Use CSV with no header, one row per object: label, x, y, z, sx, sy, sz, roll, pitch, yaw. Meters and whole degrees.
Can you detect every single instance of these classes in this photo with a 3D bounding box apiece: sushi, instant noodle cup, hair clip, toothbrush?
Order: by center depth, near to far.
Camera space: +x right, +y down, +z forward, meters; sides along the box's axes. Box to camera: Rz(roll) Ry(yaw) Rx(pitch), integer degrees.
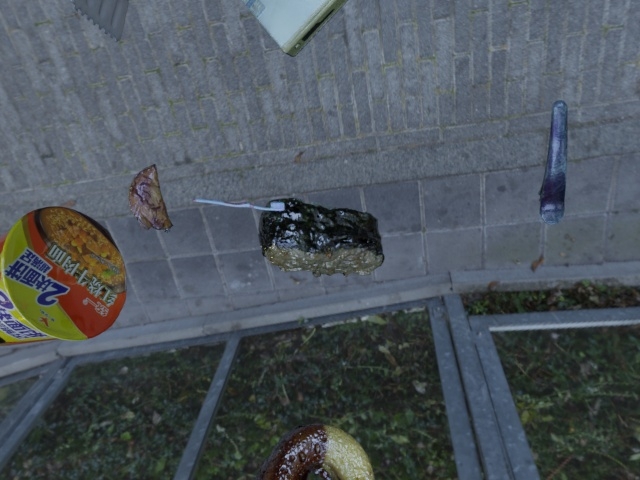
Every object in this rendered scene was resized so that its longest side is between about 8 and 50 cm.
instant noodle cup,-0.449,0.070,0.702,0.174,0.213,0.213,-17,117,20
hair clip,0.435,-0.137,0.815,0.048,0.083,0.275,2,149,23
toothbrush,-0.166,-0.074,0.894,0.193,0.013,0.019,5,110,8
sushi,0.000,0.000,1.189,0.350,0.171,0.211,11,163,-30

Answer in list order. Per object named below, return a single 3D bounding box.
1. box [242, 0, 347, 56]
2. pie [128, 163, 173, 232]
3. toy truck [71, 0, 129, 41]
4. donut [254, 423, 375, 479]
box,-0.026,-0.515,0.830,0.270,0.045,0.211,-41,85,21
pie,-0.416,-0.092,1.080,0.034,0.092,0.170,7,117,52
toy truck,-0.210,-0.334,0.378,0.111,0.136,0.286,8,97,-4
donut,-0.006,0.264,0.468,0.140,0.141,0.059,15,147,-2
